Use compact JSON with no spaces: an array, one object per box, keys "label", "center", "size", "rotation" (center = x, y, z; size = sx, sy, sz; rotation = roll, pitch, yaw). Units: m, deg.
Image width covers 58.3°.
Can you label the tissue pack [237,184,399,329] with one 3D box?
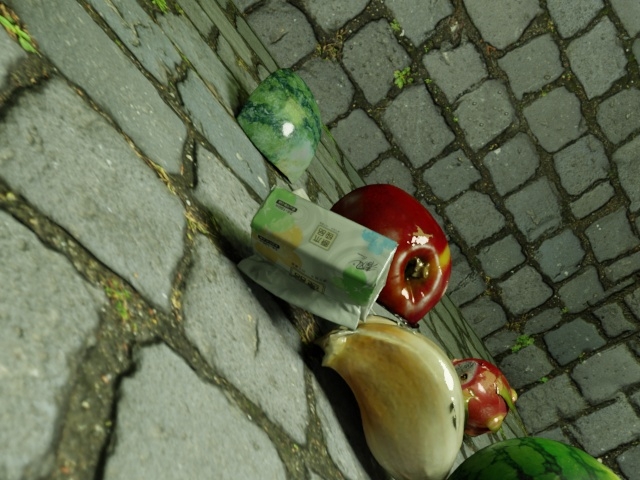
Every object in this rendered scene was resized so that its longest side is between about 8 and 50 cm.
[{"label":"tissue pack","center":[-0.011,0.042,0.955],"size":[0.229,0.145,0.159],"rotation":[26,-28,11]}]

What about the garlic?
[{"label":"garlic","center":[0.127,0.269,1.033],"size":[0.249,0.286,0.313],"rotation":[-36,88,-31]}]

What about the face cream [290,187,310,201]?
[{"label":"face cream","center":[0.000,0.000,1.355],"size":[0.269,0.082,0.082],"rotation":[58,14,3]}]

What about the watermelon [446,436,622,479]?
[{"label":"watermelon","center":[0.331,0.467,0.861],"size":[0.363,0.363,0.363],"rotation":[52,15,-21]}]

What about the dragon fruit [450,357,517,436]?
[{"label":"dragon fruit","center":[0.448,0.456,1.660],"size":[0.227,0.224,0.224],"rotation":[56,14,-14]}]

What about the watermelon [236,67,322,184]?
[{"label":"watermelon","center":[-0.101,-0.306,1.537],"size":[0.260,0.256,0.176],"rotation":[52,-31,7]}]

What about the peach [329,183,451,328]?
[{"label":"peach","center":[0.140,-0.002,1.185],"size":[0.257,0.201,0.362],"rotation":[34,11,-22]}]
